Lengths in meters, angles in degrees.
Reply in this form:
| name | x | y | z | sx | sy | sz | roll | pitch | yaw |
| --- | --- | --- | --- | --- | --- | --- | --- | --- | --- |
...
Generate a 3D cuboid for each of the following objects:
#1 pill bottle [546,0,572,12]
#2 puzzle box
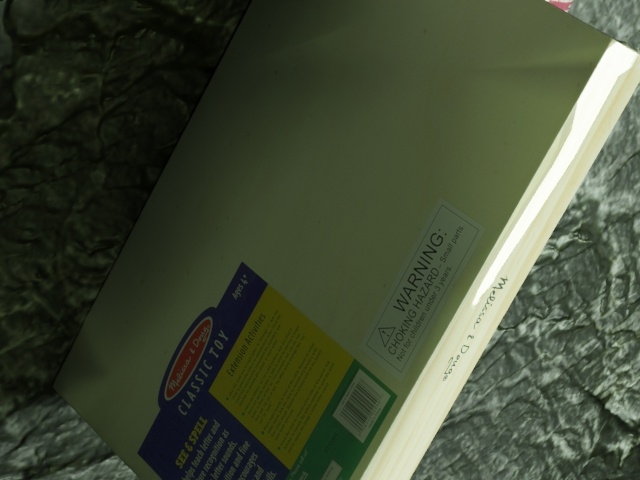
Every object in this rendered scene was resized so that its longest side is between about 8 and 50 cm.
| name | x | y | z | sx | sy | sz | roll | pitch | yaw |
| --- | --- | --- | --- | --- | --- | --- | --- | --- | --- |
| pill bottle | 0.123 | -0.195 | 1.134 | 0.121 | 0.121 | 0.221 | 0 | 119 | -47 |
| puzzle box | 0.000 | 0.000 | 1.039 | 0.052 | 0.272 | 0.409 | 14 | 109 | -50 |
